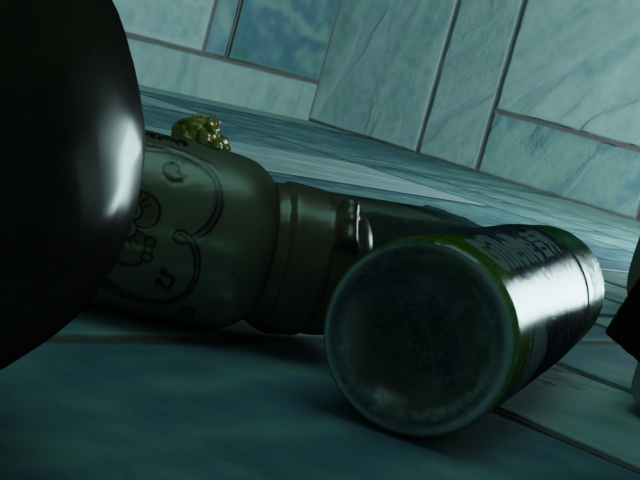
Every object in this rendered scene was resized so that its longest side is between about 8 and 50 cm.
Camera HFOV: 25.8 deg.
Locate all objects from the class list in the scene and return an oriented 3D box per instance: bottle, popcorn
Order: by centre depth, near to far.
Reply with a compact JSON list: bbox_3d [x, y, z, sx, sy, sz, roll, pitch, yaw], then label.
[{"bbox_3d":[-0.079,-0.001,0.736,0.209,0.097,0.110,15,-36,-16],"label":"bottle"},{"bbox_3d":[0.095,0.038,0.777,0.093,0.093,0.330,17,7,17],"label":"bottle"},{"bbox_3d":[-0.119,-0.089,1.403,0.057,0.083,0.082,-13,-28,1],"label":"popcorn"}]

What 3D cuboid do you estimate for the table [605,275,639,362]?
[{"bbox_3d":[0.329,0.041,0.594,0.282,0.196,0.250,9,25,-42],"label":"table"}]

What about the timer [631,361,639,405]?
[{"bbox_3d":[0.310,0.088,0.906,0.178,0.078,0.253,18,7,19],"label":"timer"}]

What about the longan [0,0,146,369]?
[{"bbox_3d":[-0.175,-0.048,0.428,0.248,0.248,0.248,15,7,-2],"label":"longan"}]

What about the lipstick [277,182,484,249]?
[{"bbox_3d":[0.000,0.000,0.975,0.068,0.066,0.317,22,10,38],"label":"lipstick"}]

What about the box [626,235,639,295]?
[{"bbox_3d":[0.460,-0.099,1.510,0.090,0.367,0.373,21,8,30],"label":"box"}]
